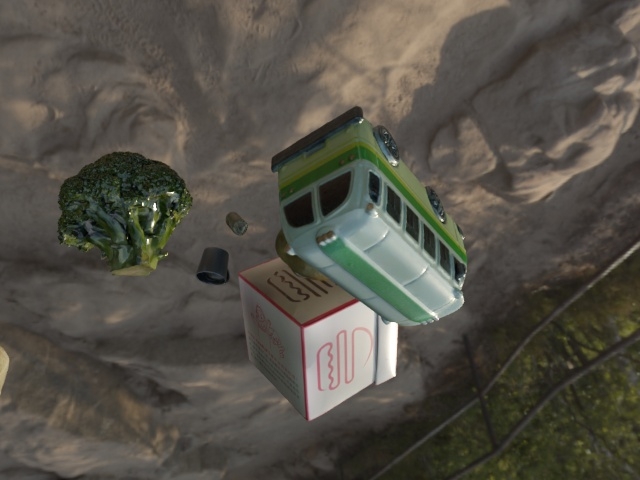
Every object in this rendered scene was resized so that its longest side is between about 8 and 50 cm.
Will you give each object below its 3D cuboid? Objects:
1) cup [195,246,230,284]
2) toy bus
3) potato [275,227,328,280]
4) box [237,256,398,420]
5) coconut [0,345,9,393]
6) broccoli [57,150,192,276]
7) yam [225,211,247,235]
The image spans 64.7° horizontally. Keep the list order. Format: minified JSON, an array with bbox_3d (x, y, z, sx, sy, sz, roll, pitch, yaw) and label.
[{"bbox_3d":[-0.273,0.071,1.327,0.078,0.077,0.100,-12,144,28],"label":"cup"},{"bbox_3d":[0.073,-0.005,0.612,0.134,0.164,0.276,-26,136,28],"label":"toy bus"},{"bbox_3d":[0.003,-0.002,0.987,0.137,0.154,0.200,-12,155,-40],"label":"potato"},{"bbox_3d":[-0.005,0.216,1.326,0.300,0.314,0.312,-21,124,-31],"label":"box"},{"bbox_3d":[-0.742,0.276,1.053,0.161,0.161,0.162,-20,117,19],"label":"coconut"},{"bbox_3d":[-0.218,-0.029,0.574,0.146,0.137,0.162,-3,164,-26],"label":"broccoli"},{"bbox_3d":[-0.208,-0.042,1.249,0.043,0.094,0.043,-9,111,-23],"label":"yam"}]
